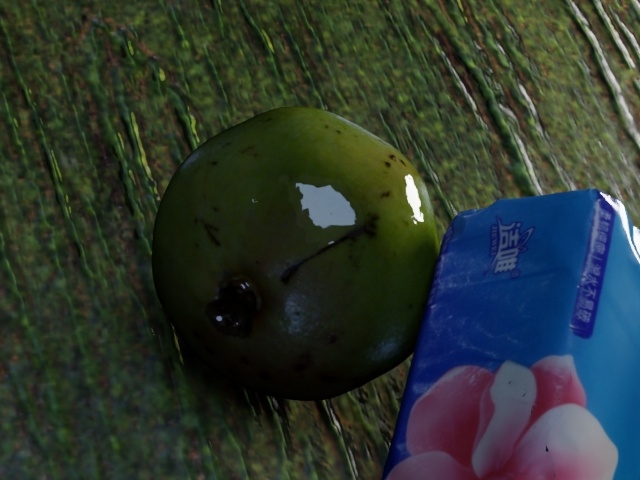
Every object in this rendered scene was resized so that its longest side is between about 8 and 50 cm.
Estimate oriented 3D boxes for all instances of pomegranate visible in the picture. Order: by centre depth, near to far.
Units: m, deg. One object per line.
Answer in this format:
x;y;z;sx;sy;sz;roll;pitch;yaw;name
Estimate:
-0.012;-0.006;1.069;0.179;0.179;0.210;13;35;-7;pomegranate

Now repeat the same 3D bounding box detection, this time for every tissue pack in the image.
0.136;0.134;0.977;0.137;0.209;0.270;-7;46;29;tissue pack
